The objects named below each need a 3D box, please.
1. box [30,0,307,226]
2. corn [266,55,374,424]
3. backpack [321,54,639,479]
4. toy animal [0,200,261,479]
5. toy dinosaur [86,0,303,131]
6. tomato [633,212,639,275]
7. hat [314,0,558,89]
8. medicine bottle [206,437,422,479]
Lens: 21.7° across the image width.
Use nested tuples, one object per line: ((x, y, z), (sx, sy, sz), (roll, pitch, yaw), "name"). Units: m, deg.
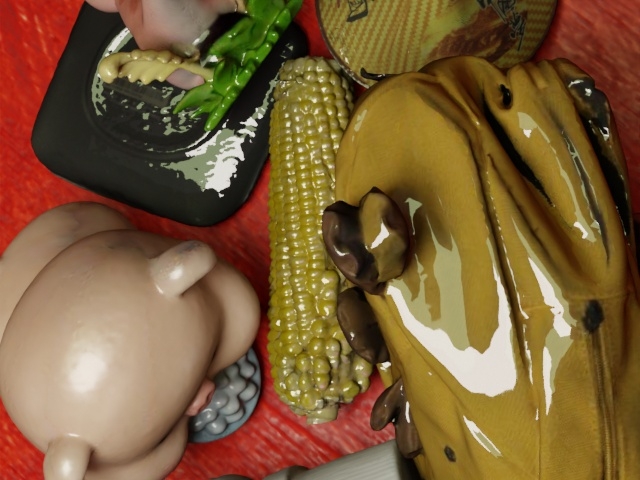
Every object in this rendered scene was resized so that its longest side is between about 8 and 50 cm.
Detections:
((-0.130, -0.122, 1.394), (0.212, 0.042, 0.201), (23, 94, 18), "box")
((0.000, 0.000, 1.317), (0.086, 0.086, 0.288), (-3, 85, 21), "corn")
((0.118, 0.058, 1.128), (0.201, 0.353, 0.378), (-18, 74, -3), "backpack")
((-0.171, 0.068, 1.303), (0.221, 0.229, 0.210), (30, 93, 21), "toy animal")
((-0.112, -0.194, 1.294), (0.177, 0.194, 0.152), (34, 100, -7), "toy dinosaur")
((0.325, 0.101, 1.129), (0.170, 0.309, 0.309), (-19, 80, -5), "tomato")
((0.084, -0.203, 1.270), (0.193, 0.082, 0.193), (-2, 79, 10), "hat")
((-0.043, 0.292, 1.235), (0.306, 0.245, 0.245), (-23, 80, 9), "medicine bottle")
